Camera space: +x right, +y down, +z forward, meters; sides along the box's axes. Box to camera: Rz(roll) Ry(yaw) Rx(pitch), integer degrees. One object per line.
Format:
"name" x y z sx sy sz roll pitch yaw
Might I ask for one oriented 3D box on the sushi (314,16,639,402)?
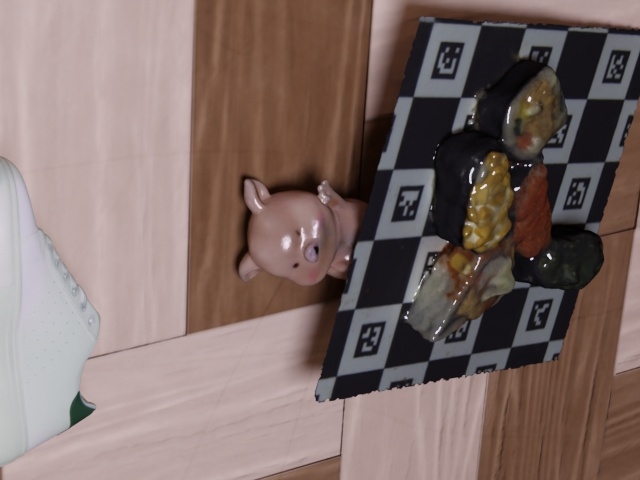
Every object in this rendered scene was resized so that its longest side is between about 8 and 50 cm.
"sushi" 0.177 -0.018 1.499 0.359 0.064 0.343 -5 116 -48

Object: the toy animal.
"toy animal" -0.004 -0.001 1.424 0.150 0.089 0.083 10 77 -35

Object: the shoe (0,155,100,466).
"shoe" -0.221 0.043 1.284 0.110 0.095 0.265 -17 127 -35
